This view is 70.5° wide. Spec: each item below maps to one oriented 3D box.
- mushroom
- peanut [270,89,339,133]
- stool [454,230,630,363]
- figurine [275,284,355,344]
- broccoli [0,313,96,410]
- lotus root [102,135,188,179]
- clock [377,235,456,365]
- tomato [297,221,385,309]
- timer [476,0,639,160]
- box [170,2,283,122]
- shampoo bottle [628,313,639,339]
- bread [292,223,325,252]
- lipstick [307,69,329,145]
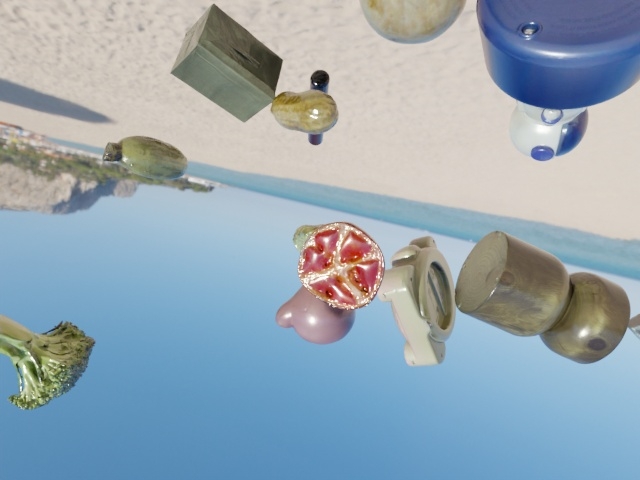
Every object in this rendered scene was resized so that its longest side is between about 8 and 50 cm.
[{"bbox_3d":[0.247,-0.695,1.231,0.298,0.297,0.290,13,-151,-2],"label":"mushroom"},{"bbox_3d":[-0.039,-0.304,1.064,0.108,0.095,0.226,-31,-147,-30],"label":"peanut"},{"bbox_3d":[0.426,0.111,0.892,0.264,0.179,0.179,23,-177,-6],"label":"stool"},{"bbox_3d":[0.016,0.217,1.473,0.211,0.261,0.270,34,-175,34],"label":"figurine"},{"bbox_3d":[-0.752,0.273,1.128,0.361,0.221,0.252,39,-160,-55],"label":"broccoli"},{"bbox_3d":[-0.345,-0.168,0.908,0.090,0.077,0.183,26,-169,28],"label":"lotus root"},{"bbox_3d":[0.274,0.148,1.217,0.114,0.283,0.309,-16,-162,32],"label":"clock"},{"bbox_3d":[0.041,0.037,0.790,0.156,0.155,0.069,14,-162,13],"label":"tomato"},{"bbox_3d":[0.408,-0.279,0.775,0.271,0.270,0.383,15,162,24],"label":"timer"},{"bbox_3d":[-0.236,-0.453,1.179,0.231,0.148,0.155,28,149,-34],"label":"box"},{"bbox_3d":[0.786,0.255,1.015,0.207,0.057,0.063,47,-162,2],"label":"shampoo bottle"},{"bbox_3d":[0.000,0.000,1.161,0.128,0.088,0.232,32,172,-11],"label":"bread"},{"bbox_3d":[-0.009,-0.388,1.366,0.057,0.057,0.356,13,165,1],"label":"lipstick"}]
